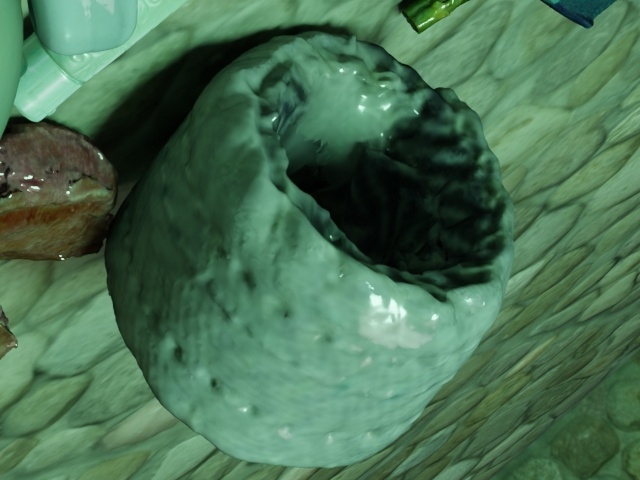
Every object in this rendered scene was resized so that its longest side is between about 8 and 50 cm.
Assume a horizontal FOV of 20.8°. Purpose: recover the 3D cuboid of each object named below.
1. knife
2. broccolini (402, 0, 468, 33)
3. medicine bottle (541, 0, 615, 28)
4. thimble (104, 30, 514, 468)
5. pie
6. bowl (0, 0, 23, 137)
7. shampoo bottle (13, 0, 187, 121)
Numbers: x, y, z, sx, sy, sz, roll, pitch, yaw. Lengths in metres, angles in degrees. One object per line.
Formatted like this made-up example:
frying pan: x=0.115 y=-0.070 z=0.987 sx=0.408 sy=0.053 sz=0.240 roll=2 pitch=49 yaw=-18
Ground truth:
knife: x=-0.086 y=-0.179 z=0.594 sx=0.044 sy=0.080 sz=0.331 roll=-9 pitch=148 yaw=-12
broccolini: x=0.159 y=-0.211 z=1.124 sx=0.254 sy=0.071 sz=0.057 roll=-28 pitch=-157 yaw=-6
medicine bottle: x=0.176 y=-0.237 z=0.978 sx=0.124 sy=0.079 sz=0.258 roll=9 pitch=134 yaw=-38
thimble: x=0.000 y=0.000 z=1.023 sx=0.157 sy=0.217 sz=0.245 roll=-49 pitch=-168 yaw=35
pie: x=-0.211 y=0.022 z=0.961 sx=0.204 sy=0.054 sz=0.218 roll=-15 pitch=152 yaw=-50
bowl: x=-0.219 y=-0.038 z=0.646 sx=0.289 sy=0.146 sz=0.289 roll=-33 pitch=161 yaw=-13
shampoo bottle: x=-0.079 y=-0.131 z=0.842 sx=0.191 sy=0.041 sz=0.069 roll=-40 pitch=167 yaw=10
